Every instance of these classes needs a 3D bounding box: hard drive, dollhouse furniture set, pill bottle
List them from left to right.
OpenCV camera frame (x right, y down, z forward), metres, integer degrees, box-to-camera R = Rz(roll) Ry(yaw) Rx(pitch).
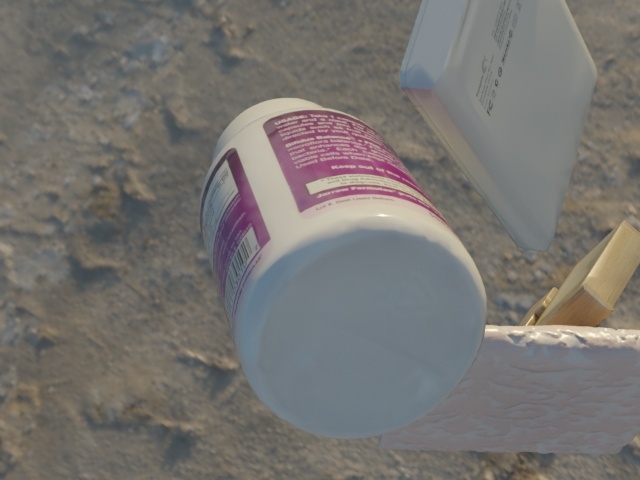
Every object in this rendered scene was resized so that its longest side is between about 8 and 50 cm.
[{"bbox_3d":[0.000,0.000,0.911,0.169,0.169,0.301,-38,28,7],"label":"pill bottle"},{"bbox_3d":[0.165,-0.143,1.063,0.040,0.307,0.203,8,71,30],"label":"hard drive"},{"bbox_3d":[0.433,0.172,1.490,0.174,0.355,0.303,-44,-4,-46],"label":"dollhouse furniture set"}]

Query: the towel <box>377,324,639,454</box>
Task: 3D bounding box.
[{"bbox_3d":[0.243,0.181,1.466,0.332,0.317,0.053,2,61,-3],"label":"towel"}]
